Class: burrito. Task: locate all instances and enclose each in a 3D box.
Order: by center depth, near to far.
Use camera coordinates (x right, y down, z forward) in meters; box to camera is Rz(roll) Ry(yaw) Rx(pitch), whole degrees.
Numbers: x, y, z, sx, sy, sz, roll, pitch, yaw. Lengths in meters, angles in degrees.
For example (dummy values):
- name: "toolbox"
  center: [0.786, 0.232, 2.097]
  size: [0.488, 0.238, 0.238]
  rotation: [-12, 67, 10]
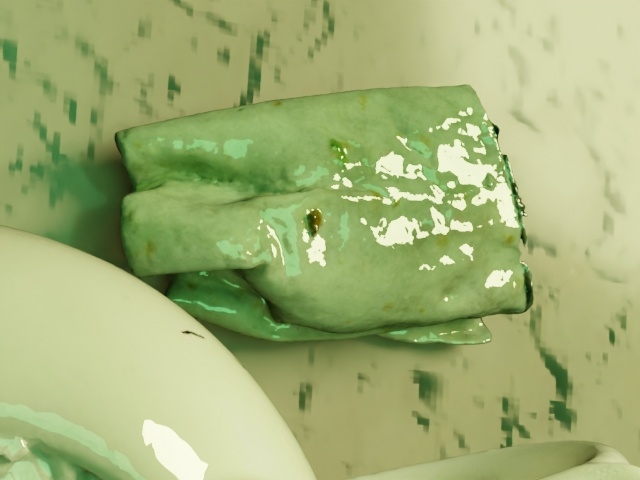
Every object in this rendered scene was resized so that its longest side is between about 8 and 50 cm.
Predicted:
- name: "burrito"
  center: [0.000, -0.004, 0.528]
  size: [0.118, 0.044, 0.074]
  rotation: [-5, 91, -26]

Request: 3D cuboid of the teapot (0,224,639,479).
- name: "teapot"
  center: [-0.072, 0.091, 0.414]
  size: [0.299, 0.166, 0.208]
  rotation: [-18, 80, -12]
